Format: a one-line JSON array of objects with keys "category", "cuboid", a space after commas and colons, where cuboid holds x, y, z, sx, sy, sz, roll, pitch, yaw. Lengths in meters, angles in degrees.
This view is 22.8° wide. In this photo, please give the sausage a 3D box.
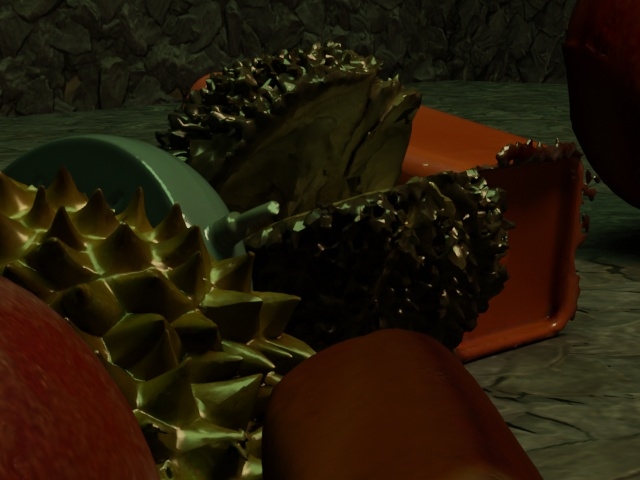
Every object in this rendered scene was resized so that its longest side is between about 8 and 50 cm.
[{"category": "sausage", "cuboid": [0.031, 0.094, 0.439, 0.083, 0.089, 0.300, -16, 10, -2]}]

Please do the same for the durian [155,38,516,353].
[{"category": "durian", "cuboid": [0.000, 0.000, 0.810, 0.167, 0.196, 0.196, -7, 10, -20]}]

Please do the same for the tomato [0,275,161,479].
[{"category": "tomato", "cuboid": [-0.115, 0.077, 0.392, 0.167, 0.167, 0.167, -2, 9, 0]}]

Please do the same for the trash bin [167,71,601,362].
[{"category": "trash bin", "cuboid": [0.041, -0.017, 0.970, 0.239, 0.161, 0.184, 16, 19, 40]}]

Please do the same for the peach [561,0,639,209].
[{"category": "peach", "cuboid": [0.364, -0.139, 1.216, 0.373, 0.372, 0.290, -2, -23, 0]}]

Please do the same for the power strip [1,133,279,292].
[{"category": "power strip", "cuboid": [-0.100, 0.017, 0.743, 0.216, 0.137, 0.044, -6, -13, 39]}]

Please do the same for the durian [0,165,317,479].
[{"category": "durian", "cuboid": [-0.130, 0.064, 0.621, 0.260, 0.154, 0.186, -7, 32, 18]}]
